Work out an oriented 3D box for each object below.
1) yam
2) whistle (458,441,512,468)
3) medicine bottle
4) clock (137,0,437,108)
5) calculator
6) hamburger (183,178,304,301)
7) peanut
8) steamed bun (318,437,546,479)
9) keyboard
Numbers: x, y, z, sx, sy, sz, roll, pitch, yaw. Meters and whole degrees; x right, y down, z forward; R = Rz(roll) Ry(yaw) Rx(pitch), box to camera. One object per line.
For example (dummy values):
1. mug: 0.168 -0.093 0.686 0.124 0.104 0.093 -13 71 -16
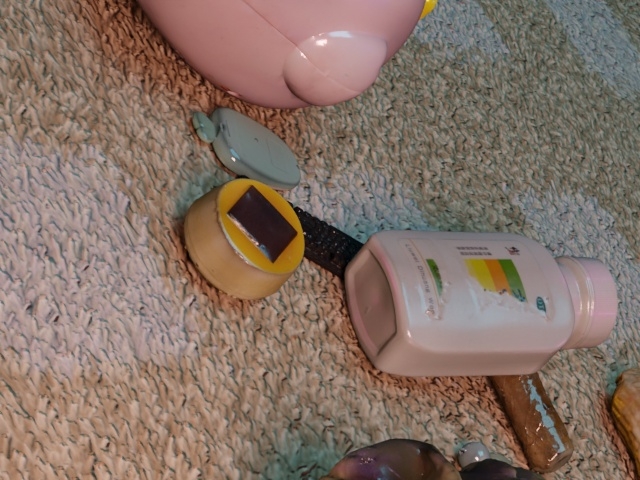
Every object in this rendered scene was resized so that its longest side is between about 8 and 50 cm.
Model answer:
1. yam: 0.205 0.132 2.017 0.066 0.066 0.299 5 51 -51
2. whistle: 0.184 0.244 1.888 0.100 0.035 0.035 30 35 -32
3. medicine bottle: 0.182 0.069 1.931 0.296 0.111 0.161 4 54 -31
4. clock: -0.079 -0.318 1.971 0.377 0.250 0.368 17 43 -53
5. calculator: -0.081 -0.103 1.948 0.153 0.021 0.095 27 36 -39
6. hamburger: -0.078 -0.002 1.777 0.126 0.081 0.141 35 45 -19
7. peanut: 0.415 0.246 2.141 0.087 0.087 0.206 19 41 -41
8. steamed bun: 0.098 0.276 1.486 0.320 0.275 0.206 -14 109 -69
9. keyboard: 0.000 -0.001 1.937 0.231 0.023 0.072 31 32 -29
